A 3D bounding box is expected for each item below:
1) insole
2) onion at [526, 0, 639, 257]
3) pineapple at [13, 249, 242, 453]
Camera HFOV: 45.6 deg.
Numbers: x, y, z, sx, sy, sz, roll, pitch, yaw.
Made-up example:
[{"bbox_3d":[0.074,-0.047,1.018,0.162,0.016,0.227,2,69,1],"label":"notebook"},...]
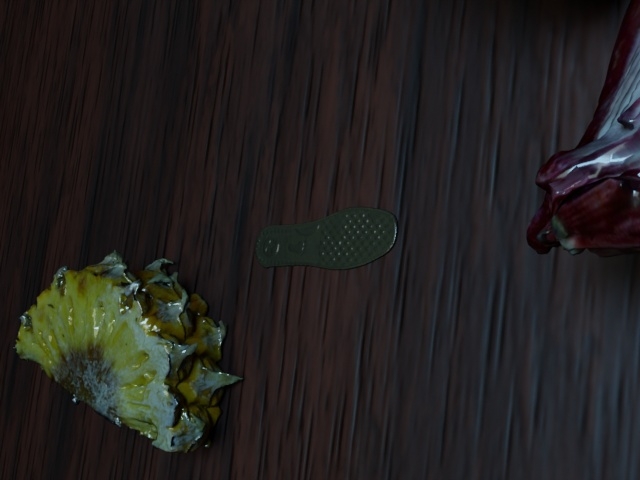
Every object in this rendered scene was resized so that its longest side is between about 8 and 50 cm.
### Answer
[{"bbox_3d":[0.000,0.000,0.552,0.135,0.002,0.045,-5,77,41],"label":"insole"},{"bbox_3d":[0.202,-0.082,0.299,0.283,0.120,0.227,-52,12,24],"label":"onion"},{"bbox_3d":[-0.159,0.069,0.631,0.233,0.079,0.135,17,101,36],"label":"pineapple"}]
